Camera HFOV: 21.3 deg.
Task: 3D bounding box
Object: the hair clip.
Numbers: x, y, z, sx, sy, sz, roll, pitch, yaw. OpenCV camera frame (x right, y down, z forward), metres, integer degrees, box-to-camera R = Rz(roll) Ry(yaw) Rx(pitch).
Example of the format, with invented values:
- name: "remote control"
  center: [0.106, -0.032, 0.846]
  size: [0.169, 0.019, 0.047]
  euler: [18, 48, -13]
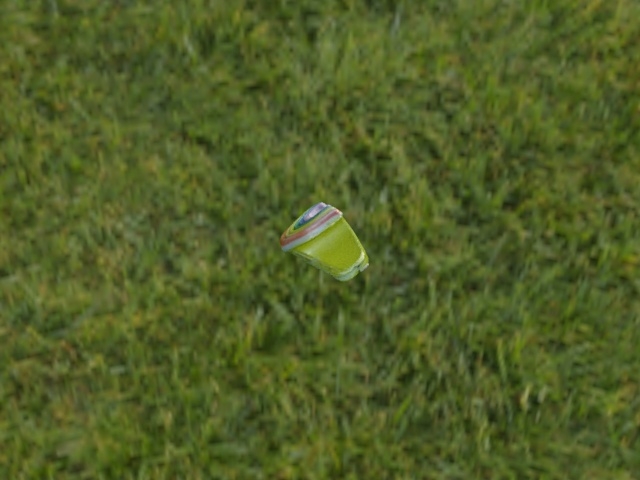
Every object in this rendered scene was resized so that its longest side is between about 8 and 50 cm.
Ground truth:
- name: "hair clip"
  center: [0.000, 0.000, 1.505]
  size: [0.060, 0.033, 0.188]
  euler: [-41, 18, -3]
